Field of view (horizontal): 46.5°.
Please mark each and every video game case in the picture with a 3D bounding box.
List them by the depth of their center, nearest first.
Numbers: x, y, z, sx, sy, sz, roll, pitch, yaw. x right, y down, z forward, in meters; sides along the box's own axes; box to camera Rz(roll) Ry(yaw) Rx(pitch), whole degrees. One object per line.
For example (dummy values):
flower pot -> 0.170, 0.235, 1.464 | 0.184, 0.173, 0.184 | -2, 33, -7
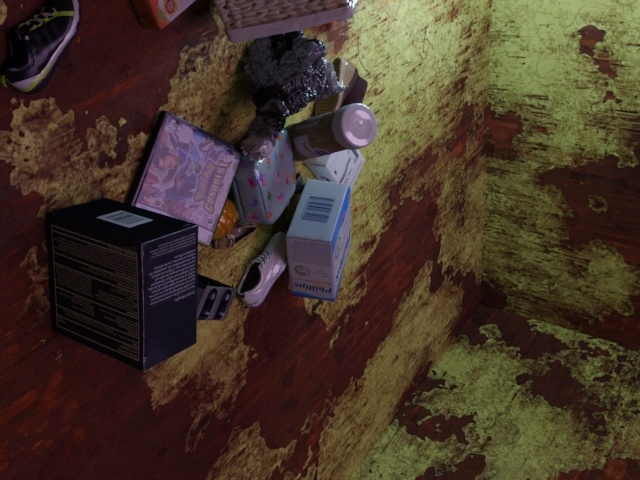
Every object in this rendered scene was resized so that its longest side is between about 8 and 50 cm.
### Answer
video game case -> -0.339, -0.150, 1.876 | 0.248, 0.035, 0.274 | 24, 82, -39

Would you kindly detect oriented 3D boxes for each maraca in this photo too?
maraca -> -0.275, -0.070, 2.044 | 0.185, 0.099, 0.127 | -57, 165, -56

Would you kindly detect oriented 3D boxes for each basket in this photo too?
basket -> -0.090, -0.687, 1.773 | 0.266, 0.332, 0.328 | 64, 27, -42

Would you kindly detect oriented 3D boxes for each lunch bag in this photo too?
lunch bag -> -0.161, -0.192, 2.111 | 0.279, 0.108, 0.223 | -64, 146, -53

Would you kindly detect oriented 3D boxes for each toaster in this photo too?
toaster -> -0.343, 0.141, 1.964 | 0.168, 0.186, 0.110 | 17, 91, -68

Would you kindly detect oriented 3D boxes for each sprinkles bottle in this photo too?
sprinkles bottle -> 0.016, -0.303, 2.127 | 0.121, 0.355, 0.121 | 1, 88, -31

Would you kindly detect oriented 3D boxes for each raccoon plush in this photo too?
raccoon plush -> -0.098, -0.380, 2.102 | 0.446, 0.216, 0.299 | -64, 154, -12

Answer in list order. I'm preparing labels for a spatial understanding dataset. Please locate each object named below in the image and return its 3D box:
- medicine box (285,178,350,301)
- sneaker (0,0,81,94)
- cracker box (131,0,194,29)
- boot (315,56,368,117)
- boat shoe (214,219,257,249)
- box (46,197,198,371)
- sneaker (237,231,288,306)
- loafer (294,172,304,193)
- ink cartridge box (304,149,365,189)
medicine box -> 0.000, 0.000, 2.365 | 0.289, 0.149, 0.263 | 86, 16, -48
sneaker -> -0.549, -0.396, 1.448 | 0.097, 0.084, 0.234 | 33, 75, -57
cracker box -> -0.344, -0.612, 1.705 | 0.232, 0.067, 0.155 | -53, 143, -31
boot -> 0.081, -0.458, 2.456 | 0.207, 0.090, 0.248 | 29, 75, -57
boat shoe -> -0.248, -0.014, 2.158 | 0.153, 0.048, 0.056 | -32, 129, -50
box -> -0.436, 0.087, 1.651 | 0.183, 0.297, 0.293 | -24, 124, -54
sneaker -> -0.169, 0.080, 2.287 | 0.258, 0.094, 0.091 | -65, 151, -16
loafer -> -0.107, -0.169, 2.319 | 0.170, 0.062, 0.061 | -32, 121, -62
ink cartridge box -> 0.051, -0.265, 2.497 | 0.158, 0.092, 0.218 | -65, 151, -15
